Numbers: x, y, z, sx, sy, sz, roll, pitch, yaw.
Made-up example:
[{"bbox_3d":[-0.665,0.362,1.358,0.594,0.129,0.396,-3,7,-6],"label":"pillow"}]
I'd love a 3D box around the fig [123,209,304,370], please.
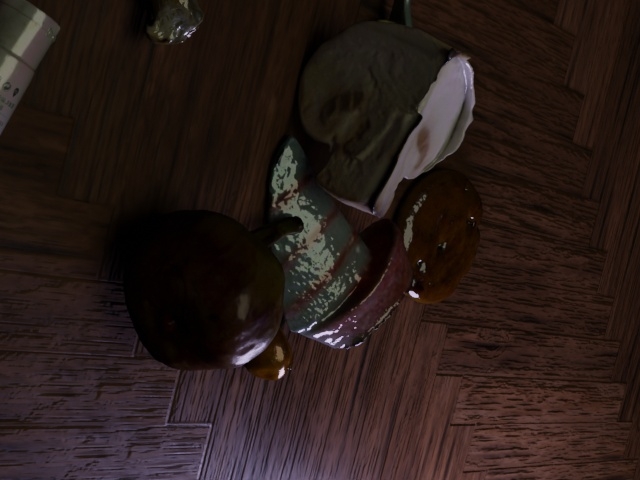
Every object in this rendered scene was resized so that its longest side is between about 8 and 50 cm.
[{"bbox_3d":[-0.104,0.055,1.446,0.290,0.190,0.191,2,102,-69],"label":"fig"}]

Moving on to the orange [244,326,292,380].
[{"bbox_3d":[-0.070,0.141,1.585,0.062,0.086,0.086,-31,129,-13],"label":"orange"}]

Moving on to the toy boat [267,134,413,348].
[{"bbox_3d":[0.000,0.000,1.627,0.206,0.096,0.282,-44,126,-16],"label":"toy boat"}]

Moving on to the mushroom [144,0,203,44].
[{"bbox_3d":[-0.147,-0.316,1.305,0.116,0.093,0.225,-29,122,-68],"label":"mushroom"}]

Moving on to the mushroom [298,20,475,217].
[{"bbox_3d":[0.079,-0.164,1.595,0.162,0.173,0.236,3,119,-59],"label":"mushroom"}]

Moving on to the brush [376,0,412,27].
[{"bbox_3d":[0.088,-0.286,1.647,0.060,0.068,0.297,-1,104,-26],"label":"brush"}]

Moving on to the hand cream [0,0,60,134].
[{"bbox_3d":[-0.349,-0.083,1.174,0.312,0.070,0.111,-59,143,-6],"label":"hand cream"}]

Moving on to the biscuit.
[{"bbox_3d":[0.176,-0.006,1.870,0.212,0.036,0.212,-21,118,-46],"label":"biscuit"}]
